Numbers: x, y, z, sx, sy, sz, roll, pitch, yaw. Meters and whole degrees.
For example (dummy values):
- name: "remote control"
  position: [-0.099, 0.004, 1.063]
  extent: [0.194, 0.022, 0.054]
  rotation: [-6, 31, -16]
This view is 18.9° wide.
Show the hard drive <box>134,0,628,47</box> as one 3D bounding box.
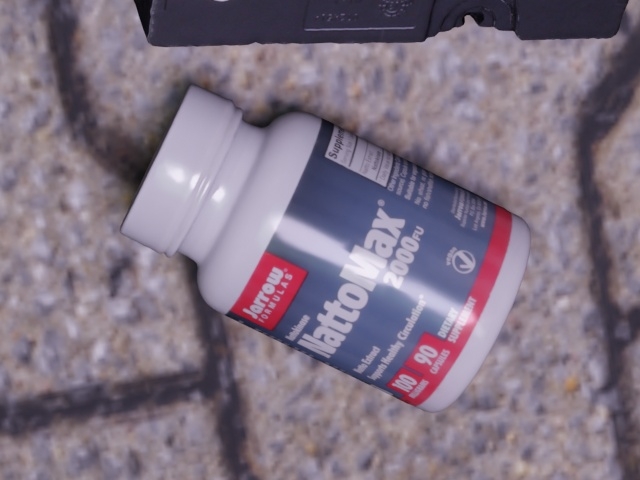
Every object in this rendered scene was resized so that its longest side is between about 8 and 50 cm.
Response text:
- name: "hard drive"
  position: [0.052, -0.235, 0.799]
  extent: [0.237, 0.064, 0.339]
  rotation: [-4, 133, -17]

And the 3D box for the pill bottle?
- name: "pill bottle"
  position: [0.000, 0.000, 0.932]
  extent: [0.180, 0.108, 0.108]
  rotation: [26, 102, -6]
